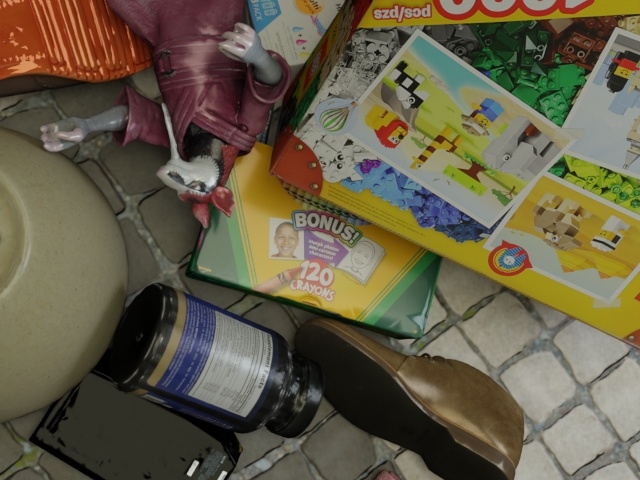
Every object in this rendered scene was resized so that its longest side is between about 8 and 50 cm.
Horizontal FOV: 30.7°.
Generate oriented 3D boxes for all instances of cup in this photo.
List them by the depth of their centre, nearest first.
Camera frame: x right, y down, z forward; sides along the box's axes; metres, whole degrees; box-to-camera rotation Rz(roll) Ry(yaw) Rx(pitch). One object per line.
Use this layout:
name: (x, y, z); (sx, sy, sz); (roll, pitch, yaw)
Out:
cup: (-0.366, 0.018, 1.174); (0.331, 0.237, 0.331); (1, 80, -7)

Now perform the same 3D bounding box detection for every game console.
game console: (-0.259, 0.314, 1.289); (0.213, 0.044, 0.361); (34, 78, -6)

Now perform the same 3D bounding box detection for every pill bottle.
pill bottle: (-0.110, 0.140, 1.281); (0.219, 0.123, 0.122); (26, 79, -27)

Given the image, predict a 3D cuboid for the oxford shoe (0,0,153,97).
oxford shoe: (-0.326, -0.222, 1.288); (0.364, 0.133, 0.129); (-12, 91, -33)

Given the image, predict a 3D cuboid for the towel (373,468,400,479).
towel: (0.049, 0.464, 1.345); (0.237, 0.037, 0.329); (45, 78, -4)

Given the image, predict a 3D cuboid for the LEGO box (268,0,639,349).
LEGO box: (0.254, -0.146, 1.231); (0.500, 0.193, 0.372); (25, 124, -12)

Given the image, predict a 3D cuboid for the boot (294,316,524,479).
boot: (0.108, 0.174, 1.371); (0.305, 0.112, 0.115); (36, 50, -4)

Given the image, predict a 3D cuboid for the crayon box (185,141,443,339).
crayon box: (0.000, 0.000, 1.354); (0.279, 0.081, 0.165); (17, 81, -10)

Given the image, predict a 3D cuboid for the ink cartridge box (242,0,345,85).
ink cartridge box: (0.007, -0.250, 1.380); (0.181, 0.061, 0.104); (-12, 74, -14)

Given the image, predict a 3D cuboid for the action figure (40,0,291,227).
action figure: (-0.141, -0.198, 1.263); (0.248, 0.276, 0.370); (-5, 93, 20)

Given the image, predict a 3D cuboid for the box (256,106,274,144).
box: (-0.090, -0.153, 1.381); (0.067, 0.018, 0.083); (13, 82, -11)
